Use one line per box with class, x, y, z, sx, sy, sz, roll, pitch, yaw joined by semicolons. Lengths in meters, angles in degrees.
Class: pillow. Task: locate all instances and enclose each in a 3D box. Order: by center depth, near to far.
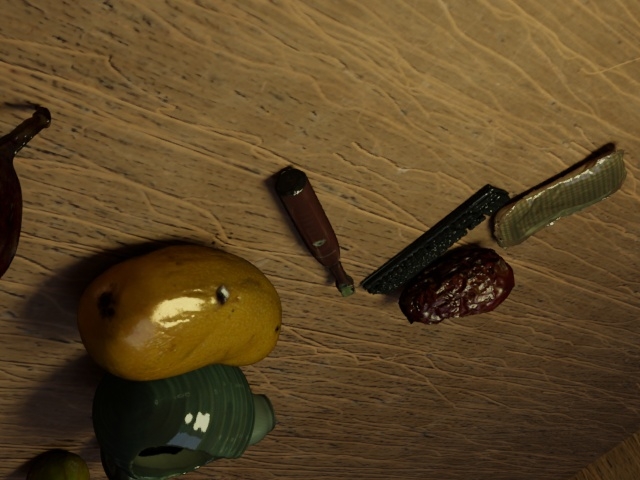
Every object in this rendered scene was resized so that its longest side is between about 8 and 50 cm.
pillow;0.337;-0.056;2.182;0.211;0.034;0.135;-29;158;2

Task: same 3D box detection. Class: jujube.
jujube;0.191;0.067;2.177;0.166;0.104;0.104;-23;155;-11

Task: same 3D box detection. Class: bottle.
bottle;-0.186;0.275;2.183;0.254;0.079;0.096;-15;-170;-30

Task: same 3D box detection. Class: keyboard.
keyboard;0.159;0.004;2.111;0.231;0.023;0.072;-39;157;18

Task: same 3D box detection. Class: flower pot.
flower pot;-0.182;0.213;1.943;0.189;0.157;0.243;-16;167;15

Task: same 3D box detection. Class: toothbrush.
toothbrush;0.000;-0.001;1.901;0.041;0.041;0.364;-30;156;-1

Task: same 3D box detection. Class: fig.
fig;-0.321;-0.022;1.356;0.202;0.149;0.148;-23;175;5
fig;-0.348;0.328;2.074;0.084;0.098;0.082;3;121;-20

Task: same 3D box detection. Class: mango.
mango;-0.157;0.082;1.792;0.295;0.120;0.177;2;133;-53
